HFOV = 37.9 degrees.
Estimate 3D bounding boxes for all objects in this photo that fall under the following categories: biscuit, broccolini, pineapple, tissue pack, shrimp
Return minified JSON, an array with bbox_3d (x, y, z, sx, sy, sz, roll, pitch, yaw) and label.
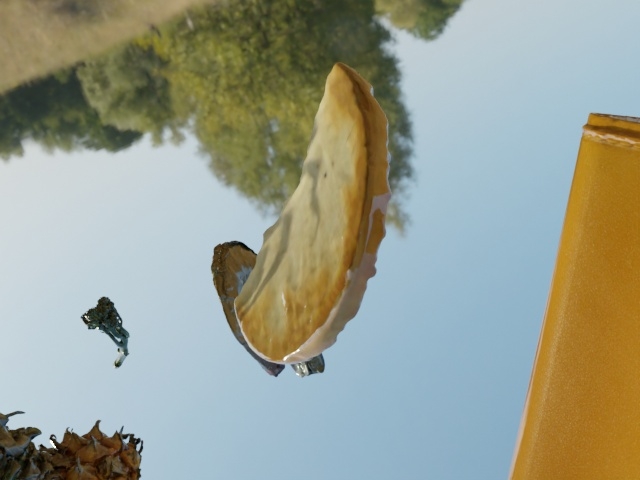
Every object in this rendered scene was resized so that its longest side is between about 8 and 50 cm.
[{"bbox_3d":[0.000,0.000,0.909,0.040,0.309,0.205,11,-152,-26],"label":"biscuit"},{"bbox_3d":[-0.287,0.143,1.299,0.052,0.194,0.054,27,-121,17],"label":"broccolini"},{"bbox_3d":[-0.409,0.308,1.210,0.262,0.271,0.263,-41,-153,27],"label":"pineapple"},{"bbox_3d":[0.225,0.074,0.541,0.194,0.275,0.145,-2,-163,-43],"label":"tissue pack"},{"bbox_3d":[-0.074,0.110,1.274,0.058,0.253,0.173,-24,-159,19],"label":"shrimp"}]
